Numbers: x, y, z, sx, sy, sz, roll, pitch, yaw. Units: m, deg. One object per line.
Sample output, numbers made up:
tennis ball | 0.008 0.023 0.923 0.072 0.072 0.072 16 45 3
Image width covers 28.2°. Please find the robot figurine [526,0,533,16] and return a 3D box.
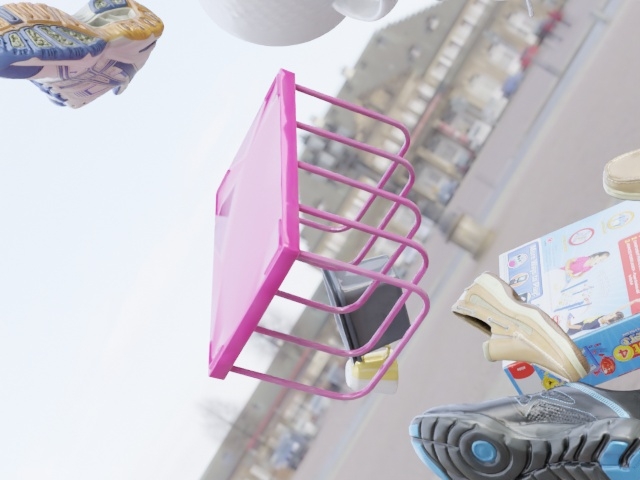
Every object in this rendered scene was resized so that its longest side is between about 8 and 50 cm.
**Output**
robot figurine | 0.239 -0.505 1.920 0.300 0.353 0.200 -47 -5 29

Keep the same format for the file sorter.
file sorter | 0.000 0.000 1.385 0.290 0.182 0.202 -93 26 -47

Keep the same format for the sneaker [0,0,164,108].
sneaker | -0.302 -0.203 1.494 0.296 0.112 0.131 -18 -36 -54

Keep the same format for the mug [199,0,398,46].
mug | -0.032 -0.464 1.898 0.276 0.374 0.328 -47 -16 -17

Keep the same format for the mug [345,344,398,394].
mug | 0.069 0.175 1.761 0.062 0.064 0.078 -160 70 -77

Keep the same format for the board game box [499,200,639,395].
board game box | 0.411 0.071 1.823 0.302 0.086 0.308 -24 24 20

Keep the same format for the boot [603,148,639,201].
boot | 0.411 -0.135 1.433 0.077 0.213 0.165 -87 -23 -45

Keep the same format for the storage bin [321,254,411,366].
storage bin | 0.061 0.081 1.667 0.098 0.091 0.135 -113 6 -52

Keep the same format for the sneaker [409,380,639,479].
sneaker | 0.283 0.251 1.641 0.139 0.341 0.125 -52 -46 -50

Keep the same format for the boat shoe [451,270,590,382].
boat shoe | 0.202 0.103 1.320 0.072 0.068 0.190 -37 32 -7
